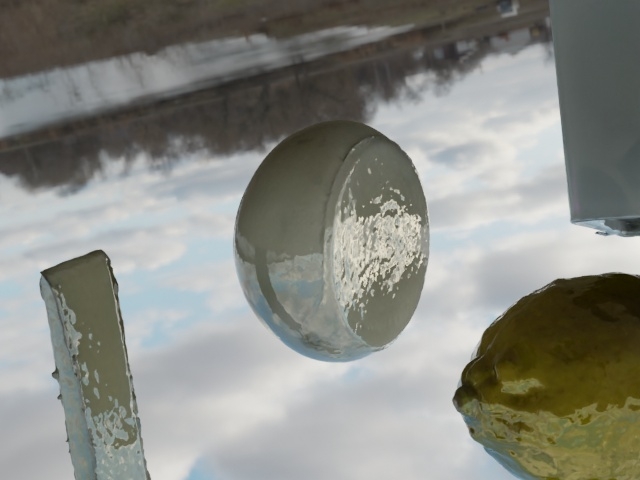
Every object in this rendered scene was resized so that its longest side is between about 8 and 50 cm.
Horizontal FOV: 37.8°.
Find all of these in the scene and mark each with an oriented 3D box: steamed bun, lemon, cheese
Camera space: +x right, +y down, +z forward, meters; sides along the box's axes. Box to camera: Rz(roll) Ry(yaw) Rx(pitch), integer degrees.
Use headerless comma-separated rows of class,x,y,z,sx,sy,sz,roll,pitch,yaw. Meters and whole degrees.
steamed bun,0.000,0.000,0.905,0.145,0.232,0.232,3,-164,33
lemon,0.322,0.170,1.083,0.316,0.285,0.285,-28,-170,2
cheese,-0.189,0.208,0.841,0.034,0.400,0.085,0,-165,22

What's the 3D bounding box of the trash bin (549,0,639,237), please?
trash bin,0.414,-0.193,1.070,0.296,0.368,0.256,-3,173,36
